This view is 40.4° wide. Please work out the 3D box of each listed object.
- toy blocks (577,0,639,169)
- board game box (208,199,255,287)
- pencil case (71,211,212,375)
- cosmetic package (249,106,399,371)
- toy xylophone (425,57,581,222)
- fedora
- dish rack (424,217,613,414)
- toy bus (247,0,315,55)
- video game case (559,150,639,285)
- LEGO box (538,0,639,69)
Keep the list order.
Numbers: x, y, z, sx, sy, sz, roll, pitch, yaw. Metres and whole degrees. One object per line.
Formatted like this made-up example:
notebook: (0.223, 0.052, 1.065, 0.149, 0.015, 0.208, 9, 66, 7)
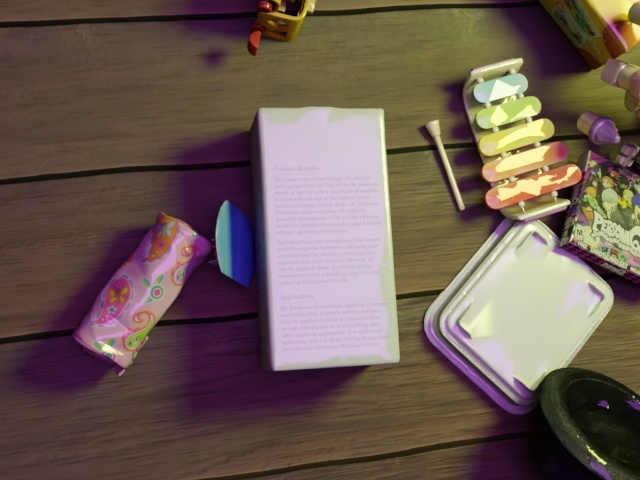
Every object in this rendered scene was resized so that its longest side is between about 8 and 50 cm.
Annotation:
toy blocks: (0.674, -0.231, 1.571, 0.288, 0.260, 0.309, 8, 116, -32)
board game box: (-0.163, 0.008, 1.544, 0.033, 0.168, 0.133, -5, 72, 18)
pencil case: (-0.310, 0.091, 1.516, 0.124, 0.124, 0.284, 35, 78, -5)
cosmetic package: (0.000, 0.000, 1.560, 0.230, 0.161, 0.453, -1, 83, -11)
toy xylophone: (0.350, -0.179, 1.690, 0.236, 0.081, 0.323, -25, 88, -12)
fedora: (0.511, 0.385, 1.594, 0.334, 0.334, 0.152, 30, 119, -6)
dish rack: (0.394, 0.134, 1.667, 0.285, 0.072, 0.333, 42, 77, -2)
toy bus: (-0.063, -0.442, 1.594, 0.104, 0.191, 0.202, 12, 37, -10)
video game case: (0.593, -0.037, 1.711, 0.232, 0.042, 0.210, 25, 67, -12)
LEGO box: (0.552, -0.656, 1.698, 0.372, 0.193, 0.500, -39, 91, -1)
